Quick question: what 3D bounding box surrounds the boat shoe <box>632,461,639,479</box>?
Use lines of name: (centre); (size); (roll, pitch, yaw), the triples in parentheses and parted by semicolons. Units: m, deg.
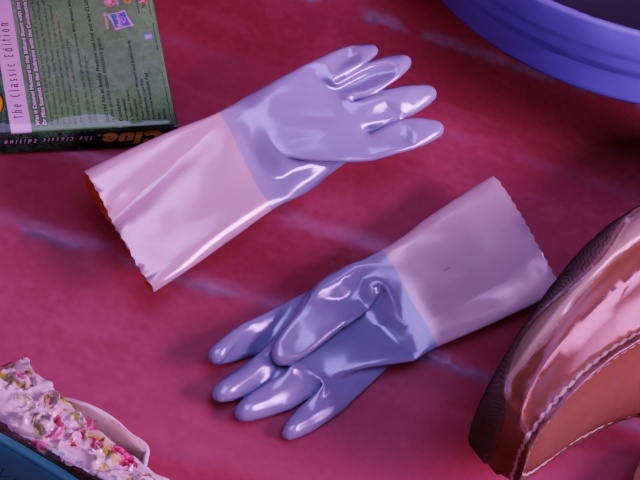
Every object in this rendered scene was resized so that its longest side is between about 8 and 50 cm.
boat shoe: (0.312, 0.234, 1.116); (0.121, 0.110, 0.341); (-33, 77, -28)

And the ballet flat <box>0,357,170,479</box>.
ballet flat: (-0.098, 0.141, 1.066); (0.241, 0.091, 0.077); (38, 38, 1)

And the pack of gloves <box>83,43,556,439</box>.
pack of gloves: (0.000, 0.000, 1.197); (0.232, 0.046, 0.195); (-28, 85, -23)

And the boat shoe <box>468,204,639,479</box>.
boat shoe: (0.226, 0.039, 1.174); (0.324, 0.123, 0.120); (-37, 66, -28)

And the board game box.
board game box: (-0.176, -0.174, 1.232); (0.136, 0.030, 0.260); (-3, 64, -20)

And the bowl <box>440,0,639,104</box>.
bowl: (0.227, -0.240, 1.308); (0.391, 0.077, 0.391); (3, 51, -4)
